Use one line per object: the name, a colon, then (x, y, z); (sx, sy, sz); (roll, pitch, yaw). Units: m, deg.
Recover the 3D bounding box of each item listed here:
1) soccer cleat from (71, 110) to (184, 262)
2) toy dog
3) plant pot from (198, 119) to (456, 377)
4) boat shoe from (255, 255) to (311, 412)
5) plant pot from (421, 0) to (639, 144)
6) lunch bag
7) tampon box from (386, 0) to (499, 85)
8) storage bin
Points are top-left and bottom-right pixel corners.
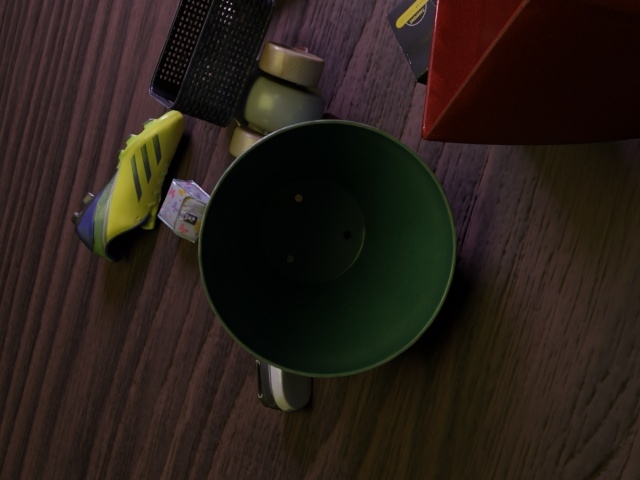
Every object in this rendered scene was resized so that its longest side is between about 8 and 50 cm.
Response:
soccer cleat: (-0.290, -0.086, 1.687); (0.121, 0.093, 0.289); (44, 113, 8)
toy dog: (-0.063, -0.203, 1.439); (0.220, 0.161, 0.333); (-56, 34, 28)
plant pot: (0.000, 0.000, 1.251); (0.195, 0.290, 0.290); (-131, 55, -81)
boat shoe: (-0.059, 0.117, 1.405); (0.076, 0.080, 0.228); (-10, 83, 43)
plant pot: (0.252, -0.230, 0.921); (0.267, 0.236, 0.267); (125, 156, -67)
lunch bag: (-0.202, -0.045, 1.594); (0.083, 0.053, 0.071); (40, 113, 32)
tampon box: (0.179, -0.231, 1.151); (0.120, 0.161, 0.101); (-40, 56, 34)
storage bin: (-0.142, -0.250, 1.347); (0.122, 0.084, 0.180); (37, 109, 59)
